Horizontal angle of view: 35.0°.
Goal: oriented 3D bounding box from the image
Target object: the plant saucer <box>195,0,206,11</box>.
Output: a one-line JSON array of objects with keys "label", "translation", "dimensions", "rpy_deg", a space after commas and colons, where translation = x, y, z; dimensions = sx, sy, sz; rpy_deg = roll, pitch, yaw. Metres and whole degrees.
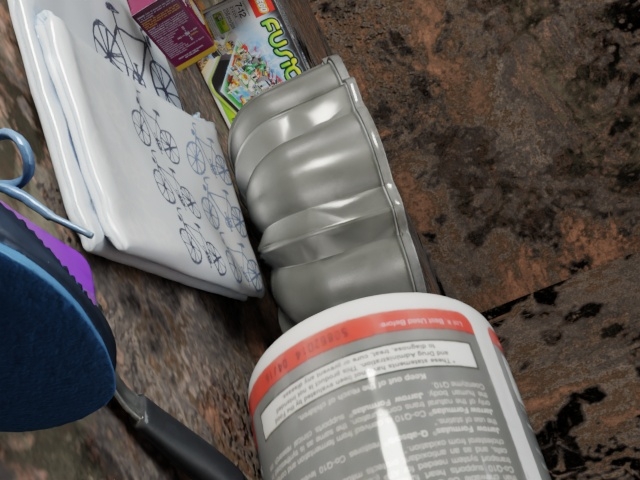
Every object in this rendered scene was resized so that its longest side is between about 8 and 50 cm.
[{"label": "plant saucer", "translation": [-0.143, -0.263, 1.228], "dimensions": [0.083, 0.013, 0.083], "rpy_deg": [-23, 90, -80]}]

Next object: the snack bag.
[{"label": "snack bag", "translation": [-0.151, -0.122, 0.809], "dimensions": [0.323, 0.037, 0.342], "rpy_deg": [32, 36, -73]}]

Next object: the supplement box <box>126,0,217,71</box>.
[{"label": "supplement box", "translation": [-0.131, -0.195, 0.873], "dimensions": [0.083, 0.043, 0.055], "rpy_deg": [49, 16, -56]}]

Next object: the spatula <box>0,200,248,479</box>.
[{"label": "spatula", "translation": [-0.111, 0.081, 0.583], "dimensions": [0.084, 0.030, 0.296], "rpy_deg": [-105, 168, -48]}]

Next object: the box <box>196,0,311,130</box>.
[{"label": "box", "translation": [-0.066, -0.179, 1.162], "dimensions": [0.036, 0.114, 0.207], "rpy_deg": [-83, 149, -70]}]

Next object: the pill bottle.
[{"label": "pill bottle", "translation": [0.077, 0.236, 0.719], "dimensions": [0.210, 0.210, 0.363], "rpy_deg": [55, 16, -51]}]

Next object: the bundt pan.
[{"label": "bundt pan", "translation": [0.000, 0.000, 0.956], "dimensions": [0.331, 0.124, 0.330], "rpy_deg": [163, -90, -85]}]

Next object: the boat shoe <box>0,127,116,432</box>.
[{"label": "boat shoe", "translation": [-0.154, -0.018, 0.363], "dimensions": [0.258, 0.109, 0.089], "rpy_deg": [60, 9, -48]}]
